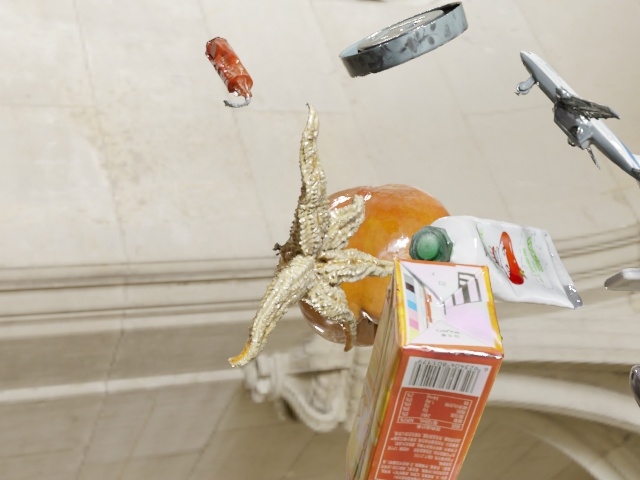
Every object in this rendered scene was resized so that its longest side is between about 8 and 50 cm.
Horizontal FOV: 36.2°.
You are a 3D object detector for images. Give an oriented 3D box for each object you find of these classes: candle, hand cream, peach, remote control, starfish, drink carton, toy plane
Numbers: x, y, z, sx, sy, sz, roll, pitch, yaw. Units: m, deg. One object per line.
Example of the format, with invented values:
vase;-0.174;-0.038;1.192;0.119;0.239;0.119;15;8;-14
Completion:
candle;-0.126;-0.229;1.340;0.162;0.048;0.053;-121;-162;-48
hand cream;0.222;0.023;1.196;0.076;0.336;0.121;-31;-114;33
peach;0.103;0.039;1.879;0.343;0.342;0.302;143;-46;-61
remote control;0.579;0.069;1.566;0.067;0.260;0.029;133;-44;-61
starfish;0.006;0.008;1.205;0.084;0.293;0.302;9;-92;29
drink carton;0.068;0.126;0.724;0.096;0.070;0.223;-89;-173;-51
toy plane;0.311;-0.141;1.154;0.226;0.058;0.226;40;-1;14

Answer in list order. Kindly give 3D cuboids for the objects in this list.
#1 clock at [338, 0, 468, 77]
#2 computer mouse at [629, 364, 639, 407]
clock;0.134;-0.322;1.577;0.215;0.214;0.042;13;-50;64
computer mouse;0.483;0.257;1.278;0.057;0.120;0.232;-45;-136;29
